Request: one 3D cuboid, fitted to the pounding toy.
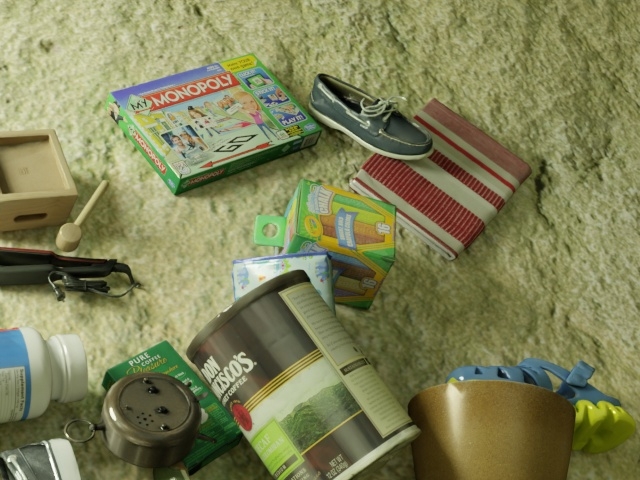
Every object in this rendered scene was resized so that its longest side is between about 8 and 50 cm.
[{"bbox_3d":[-0.414,-0.058,1.813,0.181,0.094,0.206,-7,60,-34],"label":"pounding toy"}]

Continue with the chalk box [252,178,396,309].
[{"bbox_3d":[0.000,0.000,1.917,0.213,0.132,0.132,15,45,-12],"label":"chalk box"}]

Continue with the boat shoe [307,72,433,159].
[{"bbox_3d":[0.093,-0.225,2.167,0.254,0.079,0.095,30,42,24],"label":"boat shoe"}]

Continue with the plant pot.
[{"bbox_3d":[0.230,0.353,1.662,0.237,0.237,0.254,13,61,-13],"label":"plant pot"}]

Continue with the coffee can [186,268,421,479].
[{"bbox_3d":[-0.023,0.207,1.641,0.201,0.201,0.275,-26,73,-39],"label":"coffee can"}]

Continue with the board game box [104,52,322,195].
[{"bbox_3d":[-0.181,-0.208,2.086,0.317,0.046,0.213,-23,64,-38],"label":"board game box"}]

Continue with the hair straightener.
[{"bbox_3d":[-0.372,0.062,1.762,0.230,0.047,0.089,8,47,-24],"label":"hair straightener"}]

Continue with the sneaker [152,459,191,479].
[{"bbox_3d":[-0.200,0.363,1.542,0.086,0.064,0.192,-2,53,-31],"label":"sneaker"}]

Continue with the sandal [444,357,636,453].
[{"bbox_3d":[0.327,0.239,1.868,0.317,0.126,0.138,14,42,-24],"label":"sandal"}]

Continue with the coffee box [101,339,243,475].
[{"bbox_3d":[-0.205,0.232,1.677,0.184,0.040,0.113,45,47,18],"label":"coffee box"}]

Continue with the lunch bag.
[{"bbox_3d":[-0.055,0.086,1.810,0.151,0.096,0.129,-5,82,3],"label":"lunch bag"}]

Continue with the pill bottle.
[{"bbox_3d":[-0.422,0.176,1.569,0.221,0.124,0.124,-5,52,-29],"label":"pill bottle"}]

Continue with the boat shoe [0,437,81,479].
[{"bbox_3d":[-0.322,0.370,1.452,0.102,0.108,0.301,-4,50,-28],"label":"boat shoe"}]

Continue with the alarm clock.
[{"bbox_3d":[-0.239,0.233,1.578,0.192,0.064,0.129,-9,47,-26],"label":"alarm clock"}]

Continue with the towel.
[{"bbox_3d":[0.221,-0.113,2.192,0.237,0.037,0.329,37,46,9],"label":"towel"}]

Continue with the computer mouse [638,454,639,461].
[{"bbox_3d":[0.497,0.389,1.842,0.262,0.060,0.184,14,47,-13],"label":"computer mouse"}]
